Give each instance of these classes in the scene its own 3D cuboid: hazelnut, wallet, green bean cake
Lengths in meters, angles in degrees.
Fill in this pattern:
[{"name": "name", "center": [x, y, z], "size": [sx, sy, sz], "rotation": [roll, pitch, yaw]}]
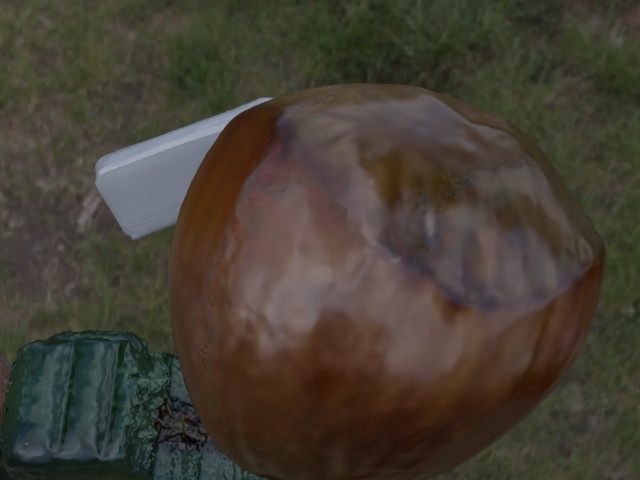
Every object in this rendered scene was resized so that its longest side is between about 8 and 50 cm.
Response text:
[{"name": "hazelnut", "center": [0.027, 0.025, 0.655], "size": [0.214, 0.214, 0.176], "rotation": [-12, 28, -17]}, {"name": "wallet", "center": [-0.103, -0.065, 1.228], "size": [0.190, 0.095, 0.033], "rotation": [-20, 43, 8]}, {"name": "green bean cake", "center": [-0.185, 0.224, 1.582], "size": [0.307, 0.300, 0.169], "rotation": [1, 64, 5]}]

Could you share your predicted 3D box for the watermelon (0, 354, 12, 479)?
[{"name": "watermelon", "center": [-0.394, 0.238, 1.764], "size": [0.207, 0.136, 0.202], "rotation": [4, 85, -39]}]
